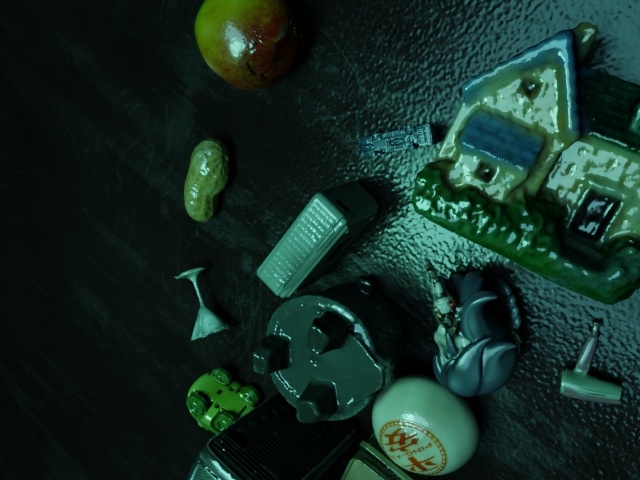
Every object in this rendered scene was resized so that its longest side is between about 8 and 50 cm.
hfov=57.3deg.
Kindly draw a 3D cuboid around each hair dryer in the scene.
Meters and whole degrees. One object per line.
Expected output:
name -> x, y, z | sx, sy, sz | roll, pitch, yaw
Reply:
hair dryer -> 0.513, 0.227, 1.105 | 0.106, 0.054, 0.154 | 5, 99, 26

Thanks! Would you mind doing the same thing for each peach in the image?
peach -> -0.152, -0.445, 1.272 | 0.231, 0.231, 0.230 | 7, 104, 30

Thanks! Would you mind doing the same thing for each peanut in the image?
peanut -> -0.287, -0.148, 1.481 | 0.108, 0.095, 0.226 | 30, 116, 20

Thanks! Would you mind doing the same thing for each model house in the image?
model house -> 0.401, -0.150, 0.932 | 0.382, 0.334, 0.342 | 30, 117, 12

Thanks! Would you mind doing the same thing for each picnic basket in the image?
picnic basket -> 0.127, 0.585, 1.351 | 0.165, 0.139, 0.266 | 31, 118, 22

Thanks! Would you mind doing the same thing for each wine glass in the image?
wine glass -> -0.318, 0.166, 1.560 | 0.122, 0.122, 0.182 | -23, 85, 33

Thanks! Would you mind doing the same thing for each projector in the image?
projector -> 0.000, 0.000, 1.283 | 0.099, 0.192, 0.256 | 45, 120, 10
projector -> -0.133, 0.595, 1.368 | 0.242, 0.395, 0.405 | 34, 115, 23

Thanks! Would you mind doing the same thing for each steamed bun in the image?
steamed bun -> 0.209, 0.401, 1.232 | 0.232, 0.145, 0.231 | 21, 132, 25

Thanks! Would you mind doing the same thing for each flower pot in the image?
flower pot -> 0.036, 0.235, 1.256 | 0.299, 0.283, 0.299 | 7, 103, 31

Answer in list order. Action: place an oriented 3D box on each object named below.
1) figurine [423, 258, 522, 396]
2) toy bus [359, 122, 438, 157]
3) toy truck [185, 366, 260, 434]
figurine -> 0.294, 0.173, 1.156 | 0.197, 0.175, 0.265 | 7, 112, 25
toy bus -> 0.162, -0.206, 1.212 | 0.166, 0.065, 0.047 | -6, 97, 34
toy truck -> -0.258, 0.463, 1.577 | 0.187, 0.148, 0.210 | 18, 130, 24
